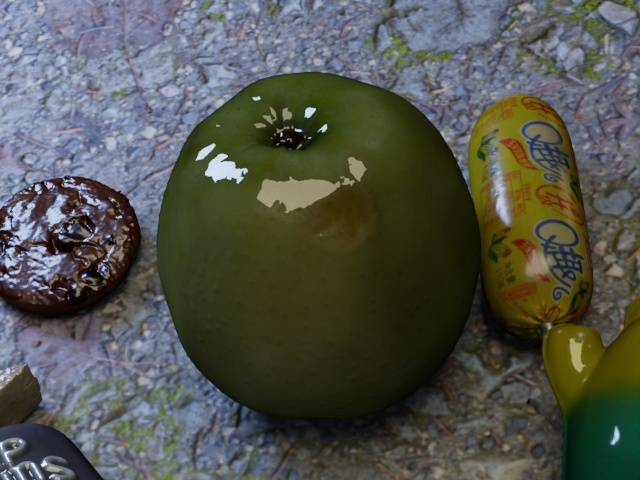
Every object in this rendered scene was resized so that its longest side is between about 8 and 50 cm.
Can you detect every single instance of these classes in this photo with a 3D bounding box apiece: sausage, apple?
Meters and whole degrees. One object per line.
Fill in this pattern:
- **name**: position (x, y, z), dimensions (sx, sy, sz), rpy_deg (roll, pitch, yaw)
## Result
- **sausage**: position (0.230, -0.028, 1.711), dimensions (0.123, 0.123, 0.347), rpy_deg (-4, 51, 2)
- **apple**: position (0.000, 0.000, 1.586), dimensions (0.357, 0.357, 0.357), rpy_deg (-2, 52, 3)

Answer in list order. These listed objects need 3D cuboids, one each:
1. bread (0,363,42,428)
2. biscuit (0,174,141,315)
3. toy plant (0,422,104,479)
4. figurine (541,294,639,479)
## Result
- **bread**: position (-0.383, 0.178, 1.626), dimensions (0.105, 0.077, 0.152), rpy_deg (29, 58, 23)
- **biscuit**: position (-0.298, 0.002, 1.776), dimensions (0.192, 0.049, 0.192), rpy_deg (-4, 49, 5)
- **toy plant**: position (-0.222, 0.328, 1.375), dimensions (0.279, 0.185, 0.400), rpy_deg (2, 25, -33)
- **figurine**: position (0.339, 0.209, 1.453), dimensions (0.323, 0.231, 0.340), rpy_deg (17, 61, 15)
